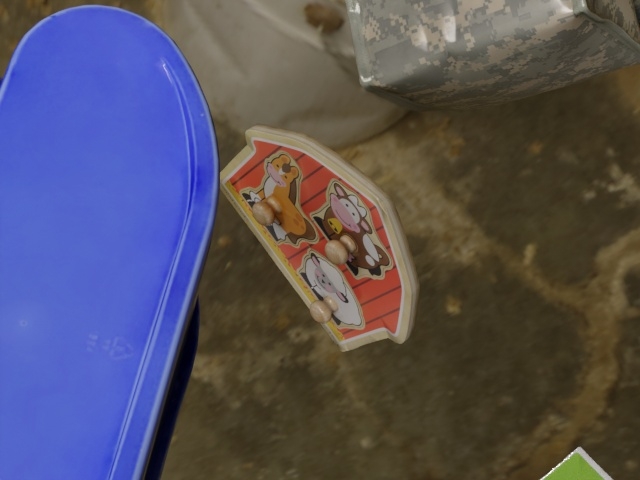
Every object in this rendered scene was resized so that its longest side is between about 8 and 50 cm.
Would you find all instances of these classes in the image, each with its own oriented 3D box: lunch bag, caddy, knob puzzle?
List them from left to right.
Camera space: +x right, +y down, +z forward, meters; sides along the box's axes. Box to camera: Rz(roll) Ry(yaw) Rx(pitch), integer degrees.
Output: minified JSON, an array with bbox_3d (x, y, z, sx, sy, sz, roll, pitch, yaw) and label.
[{"bbox_3d":[-0.172,0.050,0.570,0.241,0.179,0.341,17,56,-4],"label":"caddy"},{"bbox_3d":[0.000,0.000,1.106,0.030,0.213,0.213,-37,87,-27],"label":"knob puzzle"},{"bbox_3d":[0.190,-0.223,1.504,0.235,0.287,0.169,-17,75,26],"label":"lunch bag"}]

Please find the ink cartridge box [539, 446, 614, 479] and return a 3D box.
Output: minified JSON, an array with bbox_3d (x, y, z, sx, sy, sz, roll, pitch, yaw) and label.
[{"bbox_3d":[0.166,0.289,1.354,0.255,0.097,0.189,-41,118,8],"label":"ink cartridge box"}]
